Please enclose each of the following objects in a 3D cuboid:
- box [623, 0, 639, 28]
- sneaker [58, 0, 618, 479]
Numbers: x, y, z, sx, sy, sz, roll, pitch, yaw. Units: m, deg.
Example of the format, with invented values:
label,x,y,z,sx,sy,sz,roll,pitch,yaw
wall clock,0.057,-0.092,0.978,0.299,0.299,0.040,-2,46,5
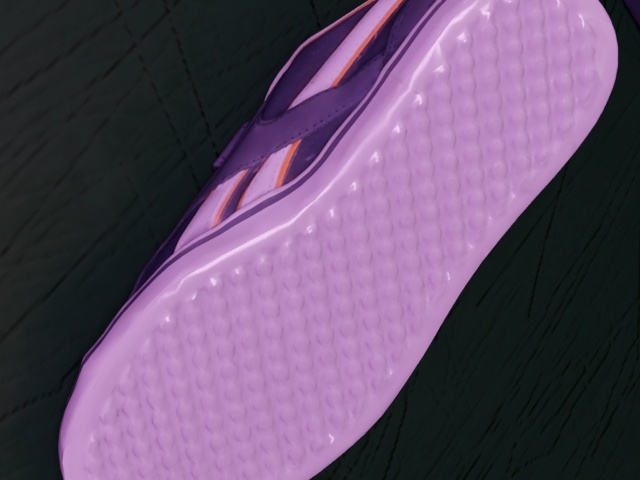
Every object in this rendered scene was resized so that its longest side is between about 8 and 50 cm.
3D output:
label,x,y,z,sx,sy,sz,roll,pitch,yaw
box,0.288,-0.169,0.861,0.153,0.108,0.207,-51,119,-25
sneaker,0.000,0.000,0.650,0.321,0.127,0.126,-46,113,0
